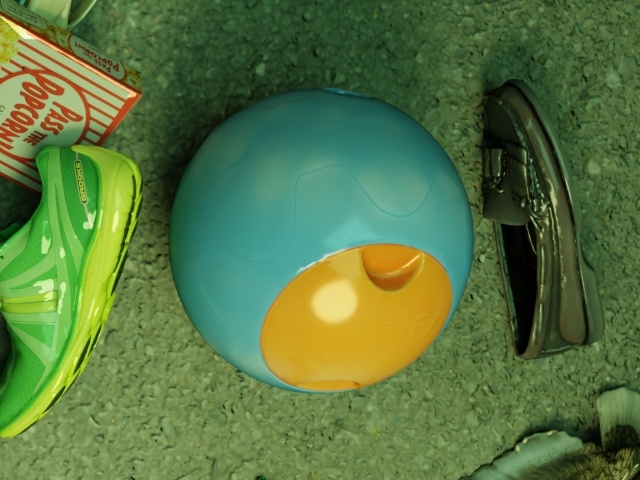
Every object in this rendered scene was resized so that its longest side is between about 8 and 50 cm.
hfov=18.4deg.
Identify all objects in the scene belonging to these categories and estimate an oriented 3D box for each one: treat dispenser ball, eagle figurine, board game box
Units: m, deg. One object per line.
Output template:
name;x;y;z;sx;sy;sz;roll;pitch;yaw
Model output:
treat dispenser ball;0.000;0.000;1.854;0.288;0.288;0.288;-3;98;-25
eagle figurine;0.284;0.305;2.108;0.298;0.225;0.226;-40;69;15
board game box;-0.283;-0.137;1.801;0.193;0.045;0.147;28;118;-25

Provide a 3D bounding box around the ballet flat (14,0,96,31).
ballet flat;-0.224;-0.282;1.829;0.086;0.086;0.248;21;96;-26

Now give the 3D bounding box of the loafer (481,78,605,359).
loafer;0.216;-0.014;2.057;0.095;0.109;0.302;-23;109;-16

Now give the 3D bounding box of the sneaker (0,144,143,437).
sneaker;-0.257;0.043;1.841;0.123;0.109;0.295;22;105;4

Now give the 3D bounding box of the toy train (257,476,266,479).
toy train;-0.036;0.270;2.022;0.083;0.017;0.024;35;92;-25
